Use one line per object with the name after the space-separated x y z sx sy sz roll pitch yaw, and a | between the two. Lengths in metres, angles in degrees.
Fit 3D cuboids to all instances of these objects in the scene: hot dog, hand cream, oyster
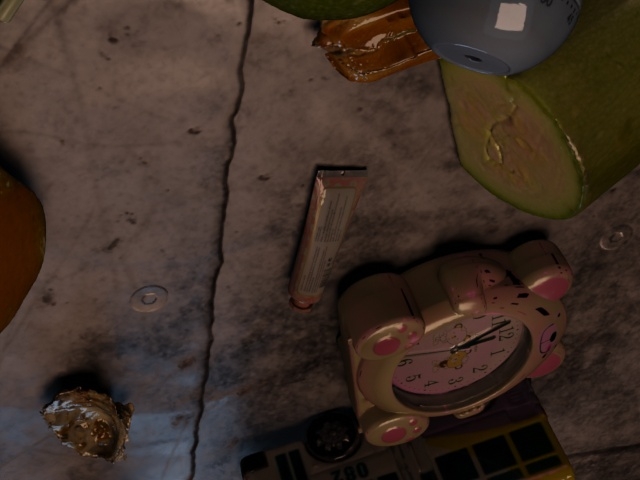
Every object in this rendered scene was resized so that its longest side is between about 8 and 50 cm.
0.120 -0.235 1.199 0.270 0.072 0.109 -18 140 -1 | hot dog
0.000 0.000 1.423 0.067 0.043 0.209 0 129 -25 | hand cream
-0.292 0.238 1.538 0.106 0.056 0.177 -13 138 8 | oyster

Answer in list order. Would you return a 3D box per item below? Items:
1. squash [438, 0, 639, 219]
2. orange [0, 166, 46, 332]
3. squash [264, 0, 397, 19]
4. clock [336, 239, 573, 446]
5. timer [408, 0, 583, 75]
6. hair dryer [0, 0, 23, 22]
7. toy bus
0.320 -0.196 1.331 0.309 0.210 0.233 -43 141 -19 | squash
-0.432 0.041 1.202 0.335 0.196 0.262 -33 151 3 | orange
0.027 -0.297 0.931 0.310 0.310 0.308 -13 140 -9 | squash
0.181 0.130 1.577 0.310 0.114 0.284 -16 137 -7 | clock
0.155 -0.275 1.082 0.175 0.255 0.175 -3 165 -1 | timer
-0.264 -0.230 1.075 0.063 0.037 0.124 18 131 -36 | hair dryer
0.128 0.373 1.706 0.440 0.249 0.209 -17 138 -5 | toy bus
